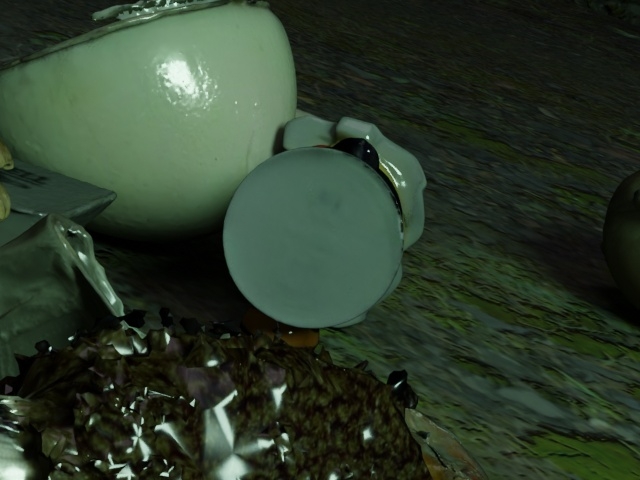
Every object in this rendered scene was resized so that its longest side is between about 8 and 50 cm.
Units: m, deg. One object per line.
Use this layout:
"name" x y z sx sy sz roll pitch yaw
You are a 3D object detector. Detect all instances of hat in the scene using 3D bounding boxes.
"hat" -0.099 0.107 0.836 0.214 0.149 0.245 42 22 -54

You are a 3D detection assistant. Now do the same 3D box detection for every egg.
"egg" -0.145 -0.078 1.253 0.264 0.174 0.286 -12 -2 -43

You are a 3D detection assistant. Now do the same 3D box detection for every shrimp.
"shrimp" 0.069 0.138 0.934 0.101 0.042 0.190 13 15 -25

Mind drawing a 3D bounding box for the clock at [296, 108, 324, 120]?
"clock" -0.060 -0.086 1.499 0.229 0.063 0.155 8 21 -8

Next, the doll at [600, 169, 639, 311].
"doll" 0.398 0.031 1.319 0.330 0.174 0.235 17 -13 5

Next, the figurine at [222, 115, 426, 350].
"figurine" 0.000 0.000 1.117 0.133 0.176 0.236 26 8 1

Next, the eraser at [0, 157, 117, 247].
"eraser" -0.329 -0.045 1.146 0.352 0.077 0.111 18 19 15

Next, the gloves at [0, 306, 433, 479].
"gloves" -0.062 0.132 0.621 0.312 0.210 0.135 -8 -5 -33

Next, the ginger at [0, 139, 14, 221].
"ginger" -0.253 -0.056 0.976 0.148 0.081 0.334 17 7 -2
